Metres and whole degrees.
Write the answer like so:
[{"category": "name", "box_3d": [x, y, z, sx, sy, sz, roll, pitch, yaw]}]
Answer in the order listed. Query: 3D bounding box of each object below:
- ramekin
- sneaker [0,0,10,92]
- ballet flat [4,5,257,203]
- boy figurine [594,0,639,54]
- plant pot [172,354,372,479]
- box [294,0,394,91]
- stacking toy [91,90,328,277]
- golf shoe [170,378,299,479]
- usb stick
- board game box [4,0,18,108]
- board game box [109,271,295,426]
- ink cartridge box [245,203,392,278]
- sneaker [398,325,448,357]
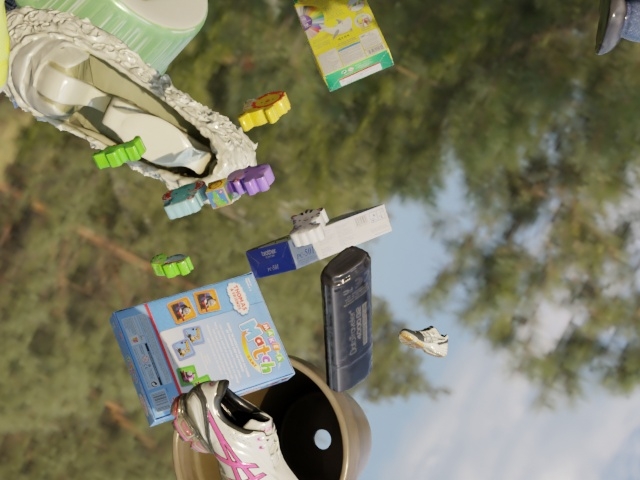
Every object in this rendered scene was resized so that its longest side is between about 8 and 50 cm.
[{"category": "ramekin", "box_3d": [-0.324, -0.400, 2.012, 0.148, 0.303, 0.303, -35, -155, 34]}, {"category": "sneaker", "box_3d": [-0.365, -0.328, 1.245, 0.145, 0.147, 0.385, -38, 122, -60]}, {"category": "ballet flat", "box_3d": [-0.261, -0.174, 1.565, 0.147, 0.409, 0.147, -61, 173, -13]}, {"category": "boy figurine", "box_3d": [0.426, -0.235, 1.267, 0.092, 0.285, 0.177, 87, 9, -64]}, {"category": "plant pot", "box_3d": [-0.046, 0.350, 2.178, 0.323, 0.323, 0.280, -61, 156, 9]}, {"category": "box", "box_3d": [0.029, -0.310, 1.848, 0.043, 0.105, 0.179, 62, 7, -57]}, {"category": "stacking toy", "box_3d": [-0.114, -0.057, 1.375, 0.221, 0.167, 0.052, -15, -152, 13]}, {"category": "golf shoe", "box_3d": [-0.076, 0.226, 1.368, 0.086, 0.186, 0.067, -31, -158, 35]}, {"category": "usb stick", "box_3d": [0.036, 0.110, 1.677, 0.077, 0.045, 0.278, -35, 149, -22]}, {"category": "board game box", "box_3d": [-0.472, -0.321, 2.028, 0.194, 0.194, 0.060, -54, 175, -16]}, {"category": "board game box", "box_3d": [-0.161, 0.146, 1.724, 0.160, 0.211, 0.039, 67, -27, 15]}, {"category": "ink cartridge box", "box_3d": [0.000, 0.000, 1.846, 0.207, 0.046, 0.097, -21, -175, -43]}, {"category": "sneaker", "box_3d": [0.140, 0.131, 1.720, 0.032, 0.083, 0.037, -6, -116, 52]}]
